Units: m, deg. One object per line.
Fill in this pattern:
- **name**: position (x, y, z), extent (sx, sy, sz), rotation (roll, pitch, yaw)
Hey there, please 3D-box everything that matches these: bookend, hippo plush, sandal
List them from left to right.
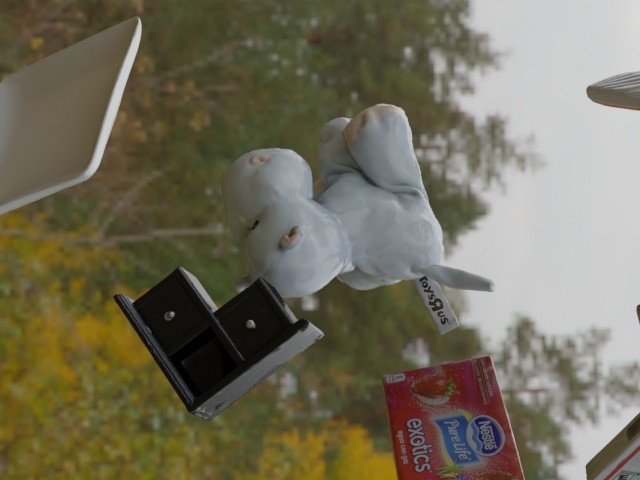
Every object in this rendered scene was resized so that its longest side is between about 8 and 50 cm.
- **bookend**: position (-0.108, 0.081, 1.696), extent (0.156, 0.157, 0.072), rotation (55, 3, 18)
- **hippo plush**: position (0.000, 0.000, 1.830), extent (0.294, 0.236, 0.234), rotation (66, -30, 18)
- **sandal**: position (0.385, -0.126, 1.647), extent (0.265, 0.102, 0.076), rotation (18, -54, 56)

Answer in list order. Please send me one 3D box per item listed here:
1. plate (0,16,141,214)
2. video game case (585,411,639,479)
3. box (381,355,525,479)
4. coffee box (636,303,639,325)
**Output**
- **plate**: position (-0.355, -0.146, 2.110), extent (0.045, 0.278, 0.277), rotation (43, 44, -34)
- **video game case**: position (0.381, 0.149, 1.353), extent (0.285, 0.204, 0.025), rotation (122, -27, -47)
- **box**: position (0.140, 0.247, 1.602), extent (0.257, 0.122, 0.128), rotation (-98, 178, -58)
- **coffee box**: position (0.490, 0.081, 1.573), extent (0.168, 0.297, 0.119), rotation (138, -58, -68)
